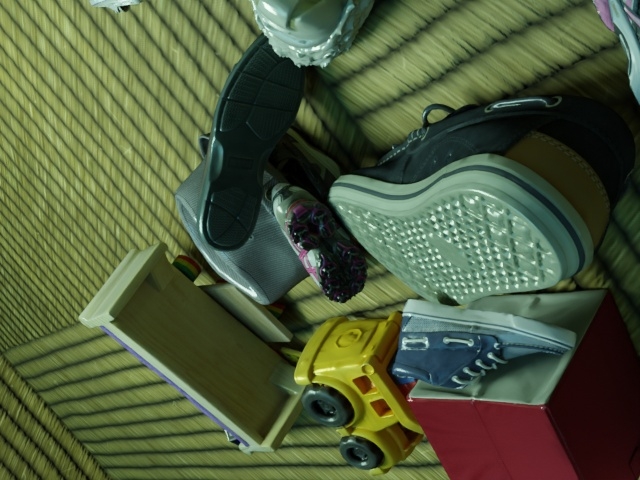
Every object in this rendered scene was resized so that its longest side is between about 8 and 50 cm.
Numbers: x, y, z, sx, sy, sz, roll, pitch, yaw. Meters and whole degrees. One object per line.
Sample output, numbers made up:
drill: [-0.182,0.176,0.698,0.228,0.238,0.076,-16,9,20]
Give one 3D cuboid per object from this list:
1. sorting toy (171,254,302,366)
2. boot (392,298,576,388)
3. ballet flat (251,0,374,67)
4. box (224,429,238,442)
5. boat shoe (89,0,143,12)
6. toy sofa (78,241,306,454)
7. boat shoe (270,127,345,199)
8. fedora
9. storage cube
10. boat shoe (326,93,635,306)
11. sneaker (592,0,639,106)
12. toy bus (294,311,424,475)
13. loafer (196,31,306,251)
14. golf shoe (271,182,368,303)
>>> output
sorting toy: [-0.110,0.109,1.616,0.274,0.046,0.132,46,151,-23]
boot: [0.168,0.118,1.053,0.189,0.086,0.069,7,169,33]
ballet flat: [-0.008,-0.282,0.948,0.147,0.147,0.409,41,149,8]
box: [-0.158,0.296,1.797,0.225,0.036,0.137,74,173,-75]
boat shoe: [-0.266,-0.314,1.328,0.100,0.035,0.035,-3,123,44]
toy sofa: [-0.196,0.177,1.607,0.362,0.150,0.177,43,152,-18]
boat shoe: [-0.039,-0.104,1.284,0.152,0.049,0.056,32,149,23]
fedora: [-0.093,-0.011,1.341,0.275,0.124,0.243,49,166,-11]
storage cube: [0.243,0.188,1.133,0.183,0.215,0.193,-4,123,43]
boat shoe: [0.148,-0.042,1.043,0.187,0.156,0.500,45,165,-10]
sneaker: [0.286,-0.160,0.813,0.077,0.072,0.178,-14,122,44]
toy bus: [0.108,0.208,1.414,0.211,0.149,0.220,-17,117,39]
loafer: [-0.096,-0.123,1.193,0.096,0.268,0.084,14,-169,-27]
golf shoe: [0.000,0.000,1.220,0.086,0.067,0.186,49,172,48]
